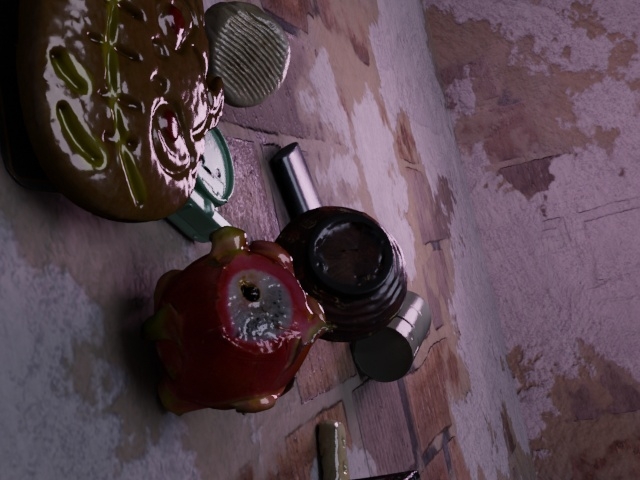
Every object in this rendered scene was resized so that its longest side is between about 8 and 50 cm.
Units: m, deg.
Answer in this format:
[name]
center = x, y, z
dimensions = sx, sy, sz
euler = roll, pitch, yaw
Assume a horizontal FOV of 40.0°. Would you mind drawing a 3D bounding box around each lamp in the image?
[lamp]
center = 0.030, 0.057, 1.484
dimensions = 0.247, 0.247, 0.247
euler = -14, 90, -70

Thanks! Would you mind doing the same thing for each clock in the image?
[clock]
center = -0.182, -0.114, 1.261
dimensions = 0.159, 0.066, 0.211
euler = 47, 34, -54

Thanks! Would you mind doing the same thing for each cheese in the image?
[cheese]
center = 0.026, 0.403, 1.502
dimensions = 0.065, 0.043, 0.194
euler = 47, 33, -61

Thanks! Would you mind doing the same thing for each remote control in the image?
[remote control]
center = 0.000, 0.000, 1.690
dimensions = 0.378, 0.044, 0.107
euler = 69, 26, -18

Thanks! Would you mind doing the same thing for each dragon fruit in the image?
[dragon fruit]
center = -0.110, 0.110, 1.098
dimensions = 0.224, 0.227, 0.224
euler = 13, 65, -30

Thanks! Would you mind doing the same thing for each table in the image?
[table]
center = 0.154, 0.197, 1.848
dimensions = 0.220, 0.126, 0.126
euler = -45, 119, -66

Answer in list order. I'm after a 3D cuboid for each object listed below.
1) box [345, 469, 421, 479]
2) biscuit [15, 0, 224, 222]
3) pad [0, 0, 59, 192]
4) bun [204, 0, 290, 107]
[box]
center = 0.017, 0.408, 1.248
dimensions = 0.310, 0.198, 0.084
euler = 8, 69, -68
[biscuit]
center = -0.213, -0.214, 1.051
dimensions = 0.350, 0.070, 0.394
euler = 10, 75, -61
[pad]
center = -0.256, -0.238, 1.066
dimensions = 0.315, 0.063, 0.375
euler = 2, 75, -57
[bun]
center = -0.138, -0.307, 1.424
dimensions = 0.166, 0.113, 0.173
euler = -32, 126, -26
